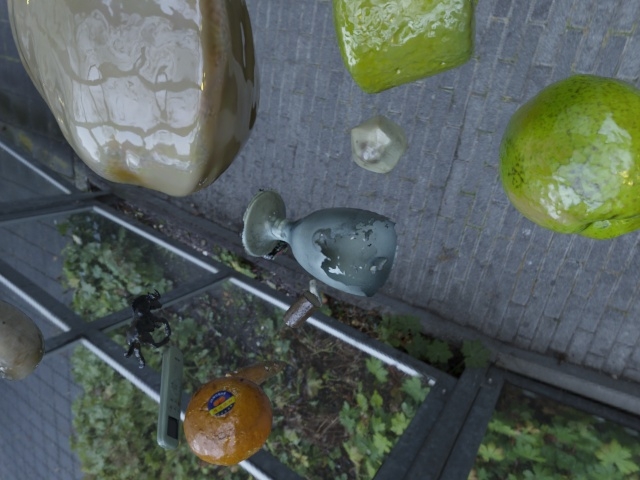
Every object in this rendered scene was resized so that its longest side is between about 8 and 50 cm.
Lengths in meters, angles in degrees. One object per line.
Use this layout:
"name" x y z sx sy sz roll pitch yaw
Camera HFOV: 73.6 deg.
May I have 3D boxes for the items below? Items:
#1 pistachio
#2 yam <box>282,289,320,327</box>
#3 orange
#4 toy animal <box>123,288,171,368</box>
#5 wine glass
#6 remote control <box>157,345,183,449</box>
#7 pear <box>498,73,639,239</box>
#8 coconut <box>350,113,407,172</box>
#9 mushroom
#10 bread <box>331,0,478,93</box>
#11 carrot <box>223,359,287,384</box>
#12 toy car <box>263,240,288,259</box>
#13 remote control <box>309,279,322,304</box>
"pistachio" -0.229 -0.256 0.553 0.365 0.282 0.444 -40 64 44
"yam" -0.063 0.237 1.452 0.084 0.084 0.127 45 109 15
"orange" -0.140 0.277 0.663 0.136 0.135 0.117 20 144 27
"toy animal" -0.520 0.261 1.262 0.085 0.232 0.148 -18 129 20
"wine glass" 0.001 -0.001 0.972 0.357 0.191 0.190 18 112 30
"remote control" -0.459 0.473 1.309 0.038 0.090 0.309 -17 49 6
"pear" 0.615 -0.179 1.000 0.392 0.391 0.390 9 108 30
"coconut" 0.210 -0.368 1.628 0.225 0.224 0.223 9 108 30
"mushroom" -0.672 0.210 0.847 0.206 0.209 0.206 51 163 22
"bread" 0.199 -0.539 0.988 0.308 0.348 0.347 -5 100 25
"carrot" -0.235 0.514 1.651 0.102 0.263 0.101 16 110 48
"toy car" -0.196 0.034 1.833 0.069 0.142 0.055 31 126 16
"remote control" -0.019 0.232 1.875 0.032 0.074 0.122 -13 125 8
